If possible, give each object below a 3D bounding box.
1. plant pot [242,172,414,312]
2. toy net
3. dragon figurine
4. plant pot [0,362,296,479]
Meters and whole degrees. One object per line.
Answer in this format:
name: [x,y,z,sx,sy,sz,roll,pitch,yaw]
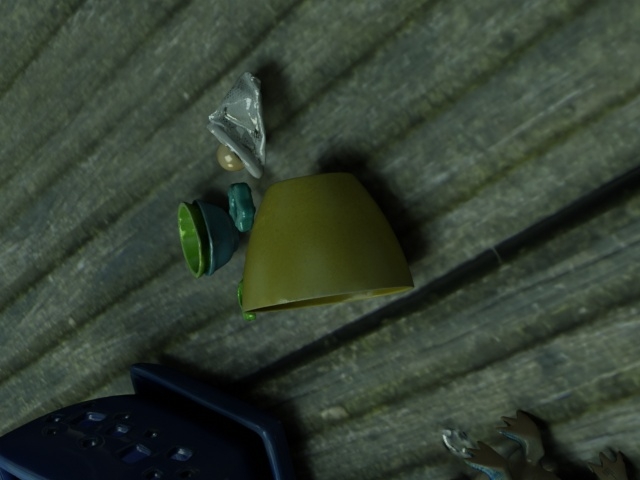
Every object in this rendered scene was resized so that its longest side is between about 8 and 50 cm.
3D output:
plant pot: [0.000,0.000,1.131,0.134,0.134,0.095,-14,82,50]
toy net: [-0.075,-0.035,1.190,0.232,0.045,0.122,101,153,-50]
dragon figurine: [0.185,0.231,1.142,0.289,0.085,0.144,21,133,34]
plant pot: [-0.150,0.265,1.403,0.236,0.212,0.236,18,132,41]
